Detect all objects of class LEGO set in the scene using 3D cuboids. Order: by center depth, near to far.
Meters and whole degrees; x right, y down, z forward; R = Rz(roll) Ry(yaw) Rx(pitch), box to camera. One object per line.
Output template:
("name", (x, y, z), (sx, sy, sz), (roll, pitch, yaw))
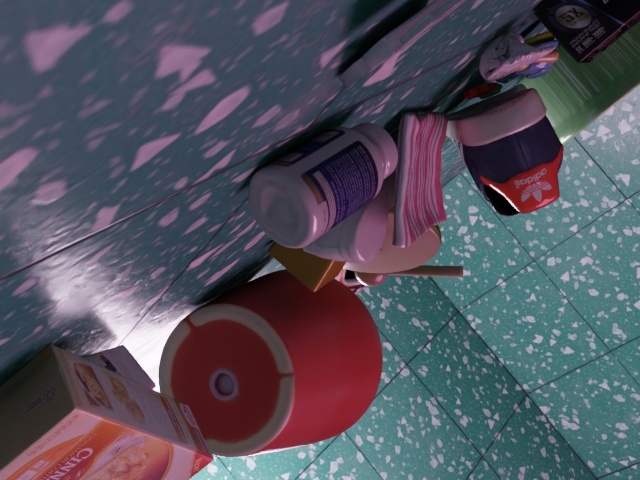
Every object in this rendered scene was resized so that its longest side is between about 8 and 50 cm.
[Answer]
("LEGO set", (0.115, -0.185, 0.432), (0.244, 0.060, 0.182), (-37, -173, -7))

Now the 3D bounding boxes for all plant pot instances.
("plant pot", (0.000, 0.000, 0.987), (0.083, 0.081, 0.081), (-53, 170, 26))
("plant pot", (-0.079, 0.176, 1.086), (0.275, 0.275, 0.243), (-40, 167, 16))

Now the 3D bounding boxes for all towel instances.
("towel", (0.120, -0.077, 0.904), (0.029, 0.144, 0.197), (5, -169, 18))

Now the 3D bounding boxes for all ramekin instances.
("ramekin", (0.523, -0.324, 1.510), (0.303, 0.148, 0.303), (-39, 176, -4))

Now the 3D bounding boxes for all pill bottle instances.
("pill bottle", (0.006, -0.048, 0.609), (0.120, 0.067, 0.067), (-35, 174, -40))

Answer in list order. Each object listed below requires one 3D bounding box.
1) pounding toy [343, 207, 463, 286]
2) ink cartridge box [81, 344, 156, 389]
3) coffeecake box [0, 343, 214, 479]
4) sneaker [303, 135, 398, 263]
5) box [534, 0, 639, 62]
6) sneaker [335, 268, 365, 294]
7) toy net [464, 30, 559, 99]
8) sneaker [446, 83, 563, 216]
("pounding toy", (0.089, -0.030, 1.120), (0.183, 0.110, 0.237), (-10, 150, 25))
("ink cartridge box", (-0.240, 0.163, 0.748), (0.104, 0.061, 0.181), (-40, 175, 4))
("coffeecake box", (-0.203, 0.181, 0.651), (0.142, 0.068, 0.185), (-40, 143, 5))
("sneaker", (0.048, -0.056, 0.927), (0.094, 0.080, 0.212), (-1, -143, 35))
("box", (0.334, -0.279, 0.889), (0.147, 0.077, 0.180), (-41, 175, 25))
("sneaker", (0.057, 0.045, 1.572), (0.127, 0.126, 0.321), (-35, 176, 25))
("toy net", (0.213, -0.207, 0.903), (0.122, 0.045, 0.232), (-19, 180, 21))
("sneaker", (0.241, -0.113, 1.024), (0.131, 0.148, 0.350), (-22, -172, 15))
